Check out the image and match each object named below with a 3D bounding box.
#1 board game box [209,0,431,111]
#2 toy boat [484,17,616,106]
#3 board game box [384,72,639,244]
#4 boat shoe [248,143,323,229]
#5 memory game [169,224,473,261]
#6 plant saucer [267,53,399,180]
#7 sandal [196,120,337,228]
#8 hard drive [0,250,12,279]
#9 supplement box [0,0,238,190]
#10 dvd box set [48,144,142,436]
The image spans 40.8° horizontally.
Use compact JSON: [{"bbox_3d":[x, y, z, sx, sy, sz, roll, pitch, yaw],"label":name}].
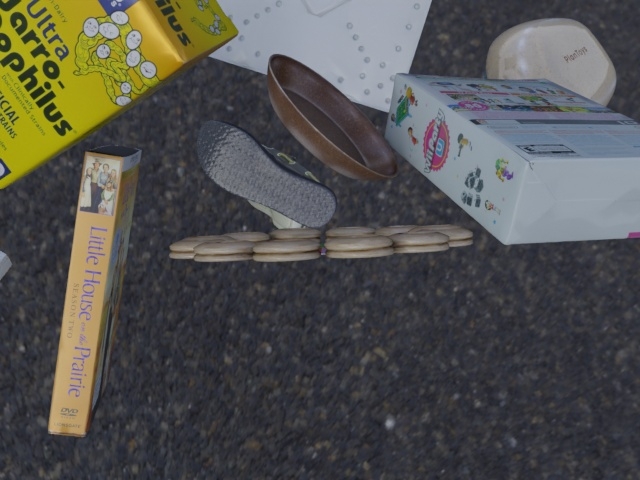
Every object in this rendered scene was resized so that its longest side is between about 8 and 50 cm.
[{"bbox_3d":[0.010,-0.476,1.565,0.389,0.050,0.390,17,102,1],"label":"board game box"},{"bbox_3d":[0.364,-0.181,1.301,0.267,0.148,0.318,-24,80,-40],"label":"toy boat"},{"bbox_3d":[0.237,-0.104,0.975,0.223,0.098,0.303,-2,27,-21],"label":"board game box"},{"bbox_3d":[-0.074,-0.105,1.550,0.091,0.109,0.305,-14,31,-22],"label":"boat shoe"},{"bbox_3d":[0.000,0.000,0.524,0.186,0.186,0.012,-3,93,-14],"label":"memory game"},{"bbox_3d":[0.007,-0.134,0.991,0.198,0.036,0.199,38,22,-18],"label":"plant saucer"},{"bbox_3d":[-0.091,-0.101,1.388,0.254,0.054,0.097,34,103,-3],"label":"sandal"},{"bbox_3d":[-0.701,0.126,1.388,0.233,0.047,0.353,19,56,12],"label":"hard drive"},{"bbox_3d":[-0.321,-0.242,1.113,0.194,0.356,0.195,56,25,-13],"label":"supplement box"},{"bbox_3d":[-0.355,0.061,1.380,0.062,0.307,0.421,9,96,-8],"label":"dvd box set"}]
